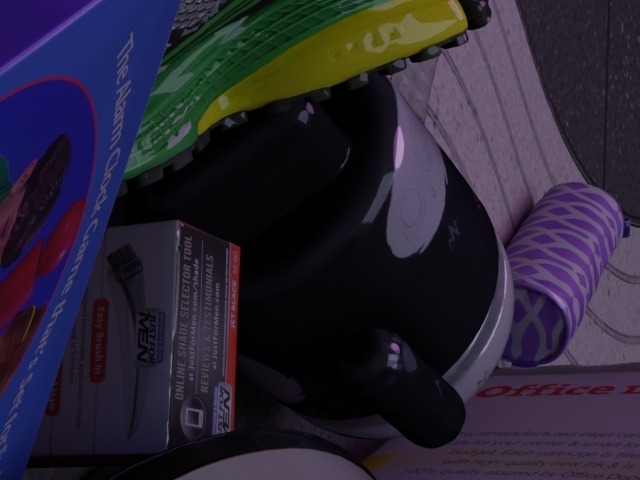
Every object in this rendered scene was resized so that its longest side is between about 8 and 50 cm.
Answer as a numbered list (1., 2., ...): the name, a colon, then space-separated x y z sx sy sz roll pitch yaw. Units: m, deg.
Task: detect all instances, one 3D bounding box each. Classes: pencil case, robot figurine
1. pencil case: 0.199 0.027 1.366 0.206 0.086 0.088 -48 150 -53
2. robot figurine: -0.001 0.003 0.896 0.278 0.173 0.209 48 48 -49

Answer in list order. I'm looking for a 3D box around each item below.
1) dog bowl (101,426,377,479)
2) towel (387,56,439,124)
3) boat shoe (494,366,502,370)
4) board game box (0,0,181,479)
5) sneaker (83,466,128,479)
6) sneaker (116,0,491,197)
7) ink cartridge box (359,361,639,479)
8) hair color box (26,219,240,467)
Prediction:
1. dog bowl: -0.047 0.284 0.590 0.408 0.150 0.408 -35 139 -37
2. towel: 0.004 -0.250 1.004 0.312 0.056 0.324 45 45 -31
3. boat shoe: 0.103 0.146 1.205 0.040 0.049 0.142 37 51 -8
4. board game box: -0.162 0.071 0.463 0.233 0.078 0.347 -52 168 -53
5. sneaker: -0.086 0.194 0.723 0.270 0.145 0.090 -55 133 -50
6. sneaker: -0.090 -0.110 0.688 0.343 0.134 0.146 -27 113 -27
7. ink cartridge box: 0.137 0.214 0.951 0.384 0.279 0.160 -29 110 -52
8. hair color box: -0.118 0.048 0.665 0.053 0.167 0.093 23 65 -59
